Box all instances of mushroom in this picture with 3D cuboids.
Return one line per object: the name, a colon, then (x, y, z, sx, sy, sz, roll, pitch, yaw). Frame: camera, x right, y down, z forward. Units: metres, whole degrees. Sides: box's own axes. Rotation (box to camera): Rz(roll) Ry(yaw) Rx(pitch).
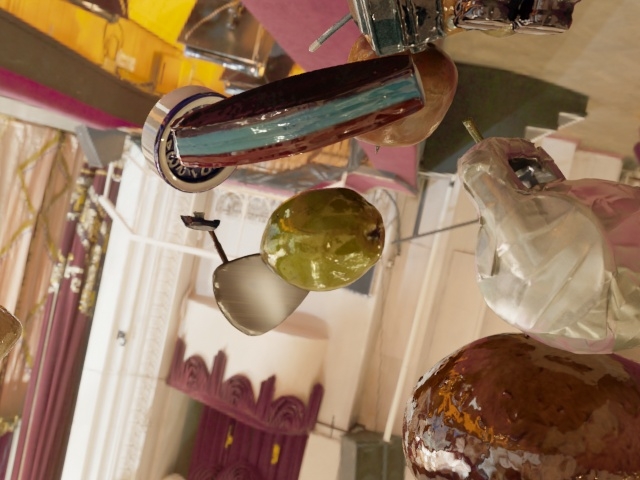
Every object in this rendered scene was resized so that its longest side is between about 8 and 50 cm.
mushroom: (0.263, 0.279, 0.725, 0.331, 0.355, 0.334, 20, -160, 41)

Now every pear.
pear: (0.000, 0.000, 1.158, 0.269, 0.212, 0.212, -10, 169, 34)

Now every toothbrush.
toothbrush: (0.077, -0.503, 1.286, 0.025, 0.276, 0.019, 42, -150, -30)

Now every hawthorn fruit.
hawthorn fruit: (0.170, -0.336, 1.385, 0.268, 0.300, 0.267, 14, -156, -7)

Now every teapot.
teapot: (0.225, -0.007, 0.534, 0.163, 0.221, 0.178, -12, 168, 44)

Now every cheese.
cheese: (-0.698, 0.145, 1.144, 0.235, 0.117, 0.218, 26, 156, 21)

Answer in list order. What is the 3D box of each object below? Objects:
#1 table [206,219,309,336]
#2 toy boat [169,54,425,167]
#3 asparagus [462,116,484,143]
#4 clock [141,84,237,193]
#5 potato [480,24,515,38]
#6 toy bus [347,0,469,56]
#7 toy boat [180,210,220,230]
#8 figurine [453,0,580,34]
table: (-0.204, 0.088, 1.750, 0.318, 0.317, 0.249, 11, -150, -32)
toy boat: (-0.047, -0.185, 0.863, 0.393, 0.136, 0.079, -12, 143, 14)
asparagus: (0.401, -0.177, 1.349, 0.248, 0.024, 0.025, 53, -168, -8)
clock: (-0.274, -0.221, 1.299, 0.083, 0.230, 0.231, 34, -165, 34)
potato: (0.367, -0.516, 1.177, 0.218, 0.202, 0.351, -17, -147, 10)
toy bus: (0.137, -0.435, 0.995, 0.194, 0.161, 0.323, -16, -149, 5)
toy boat: (-0.231, -0.039, 1.136, 0.083, 0.038, 0.038, 8, -175, -37)
figurine: (0.213, -0.368, 0.535, 0.185, 0.331, 0.204, 8, 180, 3)
